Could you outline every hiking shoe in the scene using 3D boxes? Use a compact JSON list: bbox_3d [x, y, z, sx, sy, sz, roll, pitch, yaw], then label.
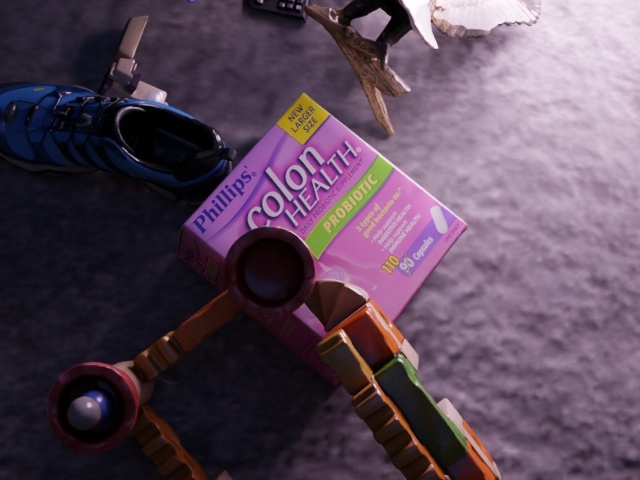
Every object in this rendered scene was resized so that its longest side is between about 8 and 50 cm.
[{"bbox_3d":[-0.242,-0.129,1.236,0.303,0.132,0.113,12,72,-5],"label":"hiking shoe"}]

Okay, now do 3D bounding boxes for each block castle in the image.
[{"bbox_3d":[-0.010,0.235,1.056,0.303,0.213,0.453,-37,88,5],"label":"block castle"}]

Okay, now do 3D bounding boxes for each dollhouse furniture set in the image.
[{"bbox_3d":[-0.198,-0.212,1.309,0.081,0.091,0.114,24,66,-19],"label":"dollhouse furniture set"}]

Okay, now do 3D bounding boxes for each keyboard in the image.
[{"bbox_3d":[-0.024,-0.363,1.415,0.108,0.023,0.180,13,71,-7],"label":"keyboard"}]

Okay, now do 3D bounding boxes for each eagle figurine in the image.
[{"bbox_3d":[0.127,-0.318,1.344,0.298,0.226,0.225,-41,63,-15],"label":"eagle figurine"}]

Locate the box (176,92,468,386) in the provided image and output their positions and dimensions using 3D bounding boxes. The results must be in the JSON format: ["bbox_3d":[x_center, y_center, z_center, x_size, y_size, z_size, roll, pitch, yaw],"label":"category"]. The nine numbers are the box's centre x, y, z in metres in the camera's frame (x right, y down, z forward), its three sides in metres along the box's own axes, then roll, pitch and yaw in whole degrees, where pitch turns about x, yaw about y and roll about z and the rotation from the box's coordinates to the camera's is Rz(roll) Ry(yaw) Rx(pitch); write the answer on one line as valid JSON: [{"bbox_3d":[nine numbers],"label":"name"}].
[{"bbox_3d":[0.000,0.000,1.251,0.243,0.117,0.213,39,70,4],"label":"box"}]
